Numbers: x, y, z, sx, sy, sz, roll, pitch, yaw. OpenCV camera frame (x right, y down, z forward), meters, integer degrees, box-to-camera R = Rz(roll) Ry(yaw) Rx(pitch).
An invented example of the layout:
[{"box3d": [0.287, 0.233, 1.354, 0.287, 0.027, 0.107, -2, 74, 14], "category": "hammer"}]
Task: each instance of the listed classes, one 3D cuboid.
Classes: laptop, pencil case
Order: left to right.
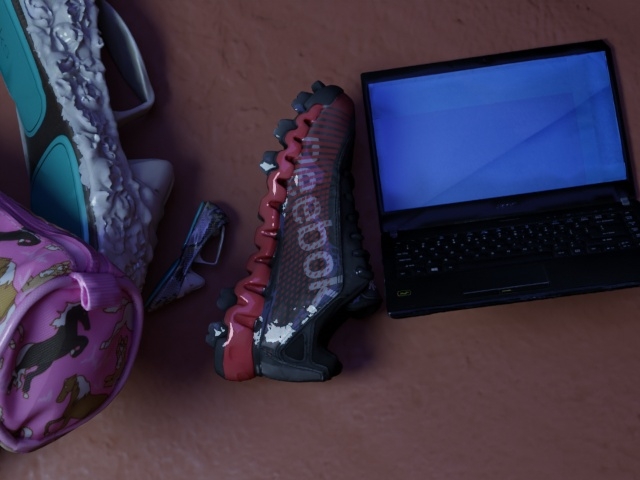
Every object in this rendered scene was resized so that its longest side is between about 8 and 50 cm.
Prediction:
[{"box3d": [-0.310, 0.017, 1.187, 0.160, 0.167, 0.386, -35, 49, -29], "category": "pencil case"}, {"box3d": [0.159, -0.059, 1.234, 0.234, 0.264, 0.136, -8, 112, 4], "category": "laptop"}]

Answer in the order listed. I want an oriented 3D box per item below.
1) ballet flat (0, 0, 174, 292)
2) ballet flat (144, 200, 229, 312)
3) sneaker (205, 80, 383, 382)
[{"box3d": [-0.201, -0.095, 1.289, 0.147, 0.147, 0.409, -16, 76, 1], "category": "ballet flat"}, {"box3d": [-0.115, 0.020, 1.294, 0.041, 0.041, 0.114, 27, 81, 11], "category": "ballet flat"}, {"box3d": [0.000, 0.000, 1.256, 0.135, 0.097, 0.276, 14, 80, 9], "category": "sneaker"}]
